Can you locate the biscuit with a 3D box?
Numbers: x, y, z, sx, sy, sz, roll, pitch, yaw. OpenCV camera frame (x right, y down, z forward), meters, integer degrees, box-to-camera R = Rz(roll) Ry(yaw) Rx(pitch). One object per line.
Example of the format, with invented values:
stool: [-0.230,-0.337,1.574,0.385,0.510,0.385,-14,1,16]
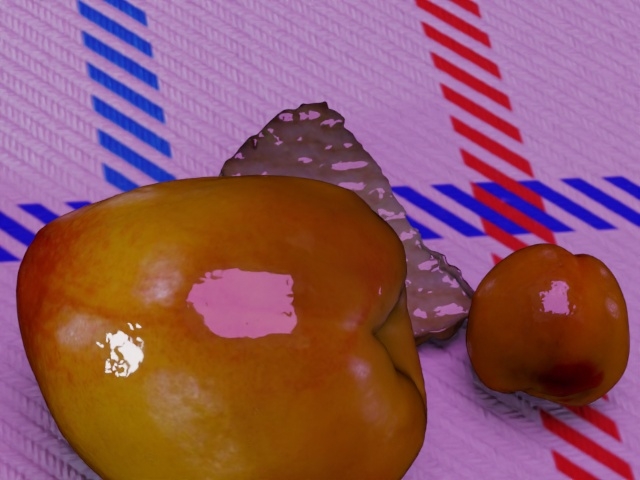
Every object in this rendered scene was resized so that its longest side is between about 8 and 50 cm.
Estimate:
biscuit: [0.000,0.000,1.689,0.187,0.036,0.273,-18,57,-24]

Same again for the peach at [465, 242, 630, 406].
peach: [0.190,0.069,1.601,0.138,0.138,0.138,5,50,-7]

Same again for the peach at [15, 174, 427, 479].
peach: [-0.075,0.089,1.455,0.308,0.289,0.289,-6,48,16]
